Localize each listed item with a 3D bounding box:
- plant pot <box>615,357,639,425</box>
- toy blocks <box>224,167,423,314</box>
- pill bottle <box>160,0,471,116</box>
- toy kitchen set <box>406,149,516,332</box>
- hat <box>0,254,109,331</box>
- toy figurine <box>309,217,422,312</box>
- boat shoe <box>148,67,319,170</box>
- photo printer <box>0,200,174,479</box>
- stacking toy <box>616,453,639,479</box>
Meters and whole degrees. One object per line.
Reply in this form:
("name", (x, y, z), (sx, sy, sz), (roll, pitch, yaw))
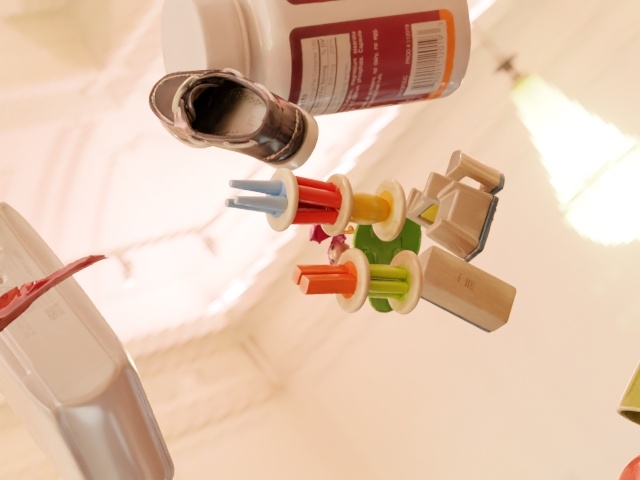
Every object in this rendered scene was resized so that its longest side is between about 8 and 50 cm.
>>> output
("plant pot", (0.515, 0.100, 2.180), (0.275, 0.275, 0.293), (49, -121, -75))
("toy blocks", (0.000, 0.000, 1.519), (0.148, 0.123, 0.054), (4, -32, -27))
("pill bottle", (-0.009, -0.283, 2.648), (0.392, 0.224, 0.224), (-9, -26, -21))
("toy kitchen set", (0.167, 0.017, 2.344), (0.166, 0.122, 0.207), (-41, 25, 58))
("hat", (-0.298, 0.100, 1.565), (0.173, 0.184, 0.208), (-9, -71, -85))
("toy figurine", (0.052, 0.009, 2.822), (0.130, 0.159, 0.173), (-11, -73, -36))
("boat shoe", (-0.127, -0.168, 2.360), (0.091, 0.302, 0.114), (29, -100, -44))
("photo printer", (-0.257, 0.133, 1.876), (0.107, 0.256, 0.307), (-34, -29, -14))
("stacking toy", (0.395, 0.359, 1.847), (0.130, 0.309, 0.279), (-47, 20, 28))
